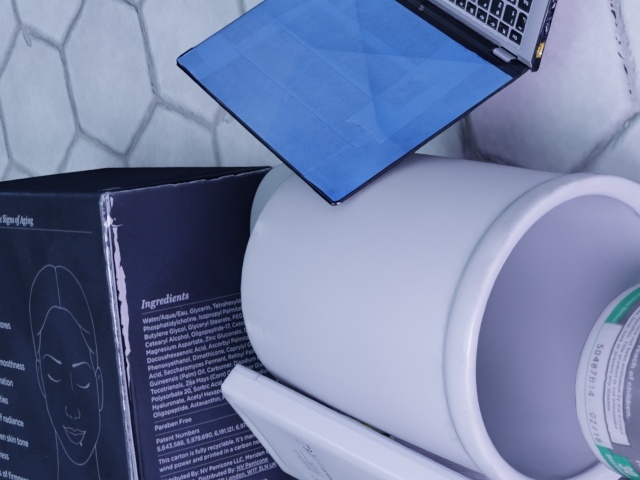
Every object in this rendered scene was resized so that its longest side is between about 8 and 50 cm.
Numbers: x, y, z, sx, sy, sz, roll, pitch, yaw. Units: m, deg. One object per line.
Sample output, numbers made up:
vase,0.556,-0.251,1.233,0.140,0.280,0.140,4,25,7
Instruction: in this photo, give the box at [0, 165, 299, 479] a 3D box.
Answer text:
box,-0.293,0.140,2.153,0.480,0.297,0.472,4,103,51

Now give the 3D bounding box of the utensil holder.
utensil holder,0.146,0.069,1.580,0.385,0.327,0.328,15,110,52

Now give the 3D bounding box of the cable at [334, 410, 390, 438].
cable,0.016,0.259,1.978,0.287,0.072,0.139,-54,54,43

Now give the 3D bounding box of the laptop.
laptop,0.055,-0.311,1.630,0.382,0.236,0.408,43,130,45

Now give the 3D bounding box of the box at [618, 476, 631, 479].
box,0.347,0.354,1.602,0.183,0.056,0.231,-18,85,51

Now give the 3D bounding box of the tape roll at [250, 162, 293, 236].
tape roll,0.000,0.000,1.936,0.219,0.072,0.219,15,110,48

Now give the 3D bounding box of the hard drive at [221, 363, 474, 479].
hard drive,0.069,0.271,1.651,0.353,0.047,0.233,24,158,33

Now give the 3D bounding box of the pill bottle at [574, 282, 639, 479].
pill bottle,0.419,0.149,1.319,0.361,0.204,0.204,7,104,58

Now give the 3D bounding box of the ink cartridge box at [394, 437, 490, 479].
ink cartridge box,0.184,0.299,1.747,0.181,0.056,0.225,5,123,19
